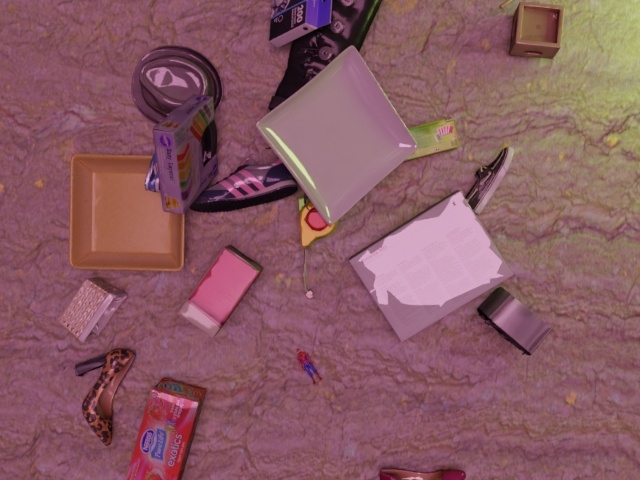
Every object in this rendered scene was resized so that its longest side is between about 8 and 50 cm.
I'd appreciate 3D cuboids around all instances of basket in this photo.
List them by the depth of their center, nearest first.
[{"bbox_3d":[-0.663,0.196,1.943,0.103,0.113,0.167,36,91,3],"label":"basket"}]

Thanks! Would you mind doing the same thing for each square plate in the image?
[{"bbox_3d":[0.048,-0.277,1.786,0.347,0.049,0.344,-42,112,-12],"label":"square plate"}]

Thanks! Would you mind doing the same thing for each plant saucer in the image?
[{"bbox_3d":[-0.553,-0.081,1.949,0.333,0.081,0.332,2,92,0],"label":"plant saucer"}]

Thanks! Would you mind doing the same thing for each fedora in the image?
[{"bbox_3d":[-0.422,-0.447,1.915,0.275,0.124,0.243,24,91,-1],"label":"fedora"}]

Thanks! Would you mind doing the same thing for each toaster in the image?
[{"bbox_3d":[0.551,0.231,1.913,0.168,0.185,0.110,40,96,-1],"label":"toaster"}]

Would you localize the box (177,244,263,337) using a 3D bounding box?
[{"bbox_3d":[-0.283,0.142,1.922,0.127,0.148,0.232,35,92,-2],"label":"box"}]

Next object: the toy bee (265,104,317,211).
[{"bbox_3d":[-0.058,-0.253,1.877,0.195,0.162,0.298,7,117,6],"label":"toy bee"}]

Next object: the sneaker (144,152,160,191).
[{"bbox_3d":[-0.449,-0.202,1.881,0.059,0.053,0.144,18,100,0],"label":"sneaker"}]

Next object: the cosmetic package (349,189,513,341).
[{"bbox_3d":[0.315,0.072,1.933,0.377,0.097,0.284,-32,94,7],"label":"cosmetic package"}]

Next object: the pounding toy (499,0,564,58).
[{"bbox_3d":[0.601,-0.645,1.935,0.181,0.094,0.206,7,82,4],"label":"pounding toy"}]

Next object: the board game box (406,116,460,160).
[{"bbox_3d":[0.308,-0.294,1.964,0.181,0.043,0.092,-15,91,0],"label":"board game box"}]

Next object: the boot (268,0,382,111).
[{"bbox_3d":[0.092,-0.525,1.918,0.367,0.146,0.445,20,87,-3],"label":"boot"}]

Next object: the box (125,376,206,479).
[{"bbox_3d":[-0.445,0.570,1.935,0.142,0.154,0.300,16,93,0],"label":"box"}]

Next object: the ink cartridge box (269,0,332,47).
[{"bbox_3d":[-0.055,-0.668,1.864,0.208,0.045,0.206,-10,70,40],"label":"ink cartridge box"}]

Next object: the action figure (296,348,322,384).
[{"bbox_3d":[-0.038,0.373,1.992,0.038,0.030,0.115,-33,90,6],"label":"action figure"}]

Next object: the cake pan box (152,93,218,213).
[{"bbox_3d":[-0.359,-0.240,1.818,0.070,0.267,0.245,11,123,11],"label":"cake pan box"}]

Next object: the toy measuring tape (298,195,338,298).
[{"bbox_3d":[0.000,0.000,1.939,0.121,0.121,0.330,-4,92,0],"label":"toy measuring tape"}]

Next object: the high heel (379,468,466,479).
[{"bbox_3d":[0.301,0.698,1.978,0.244,0.082,0.117,-20,102,13],"label":"high heel"}]

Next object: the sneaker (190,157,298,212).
[{"bbox_3d":[-0.232,-0.167,1.947,0.319,0.112,0.131,-12,75,-3],"label":"sneaker"}]

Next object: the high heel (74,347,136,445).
[{"bbox_3d":[-0.600,0.454,1.955,0.186,0.093,0.261,-20,83,7],"label":"high heel"}]

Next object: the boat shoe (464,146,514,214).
[{"bbox_3d":[0.488,-0.184,1.951,0.070,0.078,0.219,29,95,1],"label":"boat shoe"}]
